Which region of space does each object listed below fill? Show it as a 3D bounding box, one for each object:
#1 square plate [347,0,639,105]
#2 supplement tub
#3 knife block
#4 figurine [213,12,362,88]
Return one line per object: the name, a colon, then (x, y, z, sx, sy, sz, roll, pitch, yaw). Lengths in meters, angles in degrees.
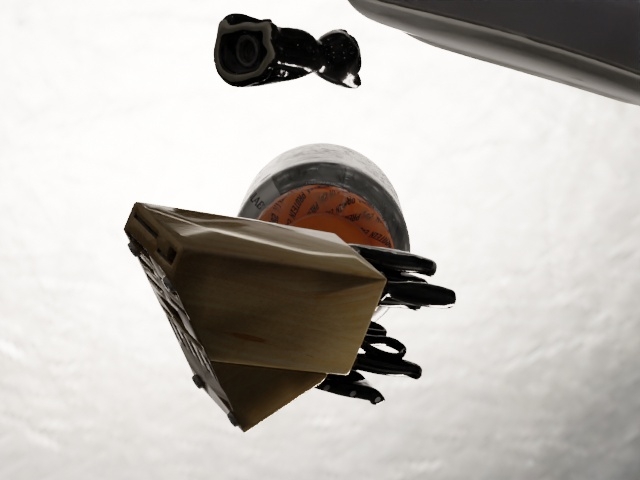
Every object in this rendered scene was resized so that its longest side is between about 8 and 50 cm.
square plate: (0.204, -0.205, 1.602, 0.347, 0.344, 0.049, -63, 170, -64)
supplement tub: (0.000, 0.000, 1.983, 0.193, 0.194, 0.316, -36, -174, 5)
knife block: (-0.008, 0.033, 1.516, 0.242, 0.088, 0.276, -34, 131, -15)
figurine: (-0.030, -0.274, 2.024, 0.092, 0.215, 0.209, -10, 174, 37)
